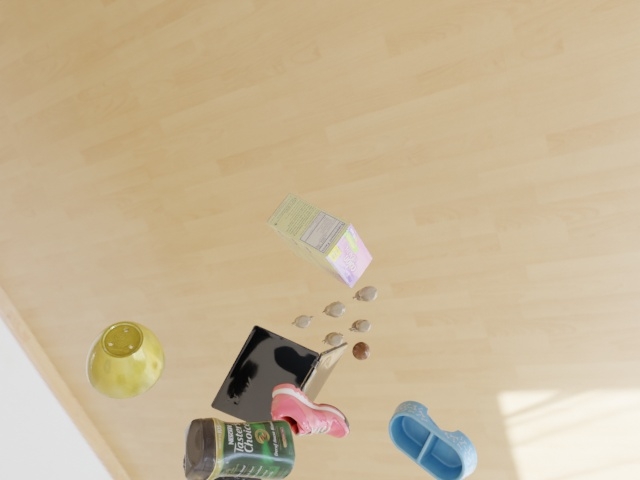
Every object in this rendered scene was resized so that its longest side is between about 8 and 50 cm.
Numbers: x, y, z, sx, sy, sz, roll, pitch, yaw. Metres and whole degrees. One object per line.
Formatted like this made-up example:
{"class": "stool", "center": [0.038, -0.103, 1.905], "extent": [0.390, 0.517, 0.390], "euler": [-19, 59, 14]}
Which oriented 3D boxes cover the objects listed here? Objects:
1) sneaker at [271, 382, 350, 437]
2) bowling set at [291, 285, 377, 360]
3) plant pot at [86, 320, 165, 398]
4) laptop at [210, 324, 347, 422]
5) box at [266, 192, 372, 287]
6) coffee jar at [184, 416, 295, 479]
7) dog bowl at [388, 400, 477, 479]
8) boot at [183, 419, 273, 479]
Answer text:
{"class": "sneaker", "center": [-0.042, 0.620, 1.571], "extent": [0.314, 0.136, 0.116], "euler": [32, 125, -13]}
{"class": "bowling set", "center": [0.068, 0.273, 1.412], "extent": [0.287, 0.154, 0.200], "euler": [-19, 83, -9]}
{"class": "plant pot", "center": [-0.342, 0.195, 0.805], "extent": [0.134, 0.134, 0.095], "euler": [29, 139, 6]}
{"class": "laptop", "center": [-0.146, 0.526, 1.817], "extent": [0.236, 0.408, 0.382], "euler": [35, 104, 23]}
{"class": "box", "center": [0.000, 0.000, 1.352], "extent": [0.243, 0.117, 0.213], "euler": [30, 167, 35]}
{"class": "coffee jar", "center": [-0.139, 0.357, 0.789], "extent": [0.184, 0.096, 0.079], "euler": [14, 127, -29]}
{"class": "dog bowl", "center": [0.346, 0.649, 1.475], "extent": [0.297, 0.074, 0.166], "euler": [31, 110, 30]}
{"class": "boot", "center": [-0.267, 0.619, 1.361], "extent": [0.348, 0.260, 0.131], "euler": [-41, 107, -8]}
